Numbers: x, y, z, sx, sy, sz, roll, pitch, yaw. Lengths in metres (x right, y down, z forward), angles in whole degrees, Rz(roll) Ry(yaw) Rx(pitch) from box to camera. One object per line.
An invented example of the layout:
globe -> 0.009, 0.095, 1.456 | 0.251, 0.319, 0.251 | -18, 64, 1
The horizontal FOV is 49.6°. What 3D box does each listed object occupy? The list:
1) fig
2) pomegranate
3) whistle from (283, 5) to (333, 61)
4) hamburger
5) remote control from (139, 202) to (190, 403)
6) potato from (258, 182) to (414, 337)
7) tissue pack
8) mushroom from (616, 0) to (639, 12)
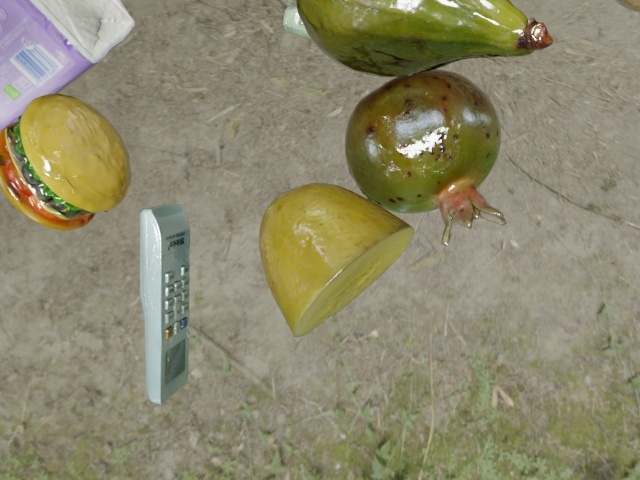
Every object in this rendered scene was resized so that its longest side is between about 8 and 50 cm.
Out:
fig -> 0.077, -0.181, 0.497 | 0.184, 0.133, 0.127 | 5, 65, 22
pomegranate -> 0.204, -0.146, 1.260 | 0.290, 0.291, 0.323 | -31, 89, 18
whistle -> 0.054, -0.330, 1.079 | 0.235, 0.077, 0.114 | 13, 105, 12
hamburger -> -0.304, -0.093, 0.826 | 0.115, 0.162, 0.162 | -27, 99, 25
remote control -> -0.133, 0.051, 0.585 | 0.029, 0.061, 0.162 | 4, 98, 13
potato -> 0.000, 0.000, 0.897 | 0.203, 0.178, 0.158 | -40, 74, 3
tissue pack -> -0.509, -0.351, 1.149 | 0.338, 0.160, 0.242 | -17, 124, 40
mushroom -> 0.339, -0.364, 0.687 | 0.278, 0.146, 0.278 | -2, 95, -28
